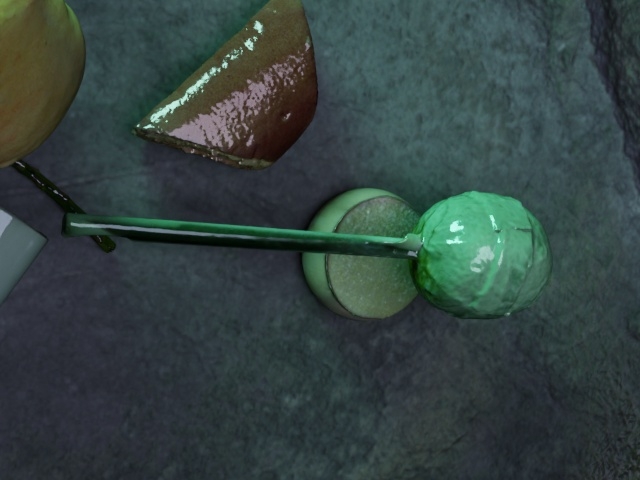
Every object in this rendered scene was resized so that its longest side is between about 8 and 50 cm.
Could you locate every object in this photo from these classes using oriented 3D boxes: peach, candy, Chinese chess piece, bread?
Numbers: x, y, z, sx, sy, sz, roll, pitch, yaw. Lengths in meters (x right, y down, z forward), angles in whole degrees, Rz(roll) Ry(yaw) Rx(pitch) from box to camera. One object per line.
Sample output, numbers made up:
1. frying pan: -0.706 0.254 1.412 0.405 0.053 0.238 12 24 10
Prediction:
1. peach: -0.290 -0.135 1.084 0.232 0.232 0.233 -5 100 -28
2. candy: 0.000 0.000 1.274 0.439 0.119 0.119 6 95 -24
3. Chinese chess piece: 0.042 0.013 1.378 0.122 0.051 0.122 -4 99 -30
4. bread: -0.059 -0.118 1.290 0.192 0.067 0.119 -46 116 -15

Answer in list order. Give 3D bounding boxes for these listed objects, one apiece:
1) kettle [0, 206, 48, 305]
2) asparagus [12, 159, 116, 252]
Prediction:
1. kettle: -0.300 0.026 1.166 0.127 0.098 0.148 37 83 -34
2. asparagus: -0.226 -0.044 1.240 0.016 0.016 0.163 -44 118 5
